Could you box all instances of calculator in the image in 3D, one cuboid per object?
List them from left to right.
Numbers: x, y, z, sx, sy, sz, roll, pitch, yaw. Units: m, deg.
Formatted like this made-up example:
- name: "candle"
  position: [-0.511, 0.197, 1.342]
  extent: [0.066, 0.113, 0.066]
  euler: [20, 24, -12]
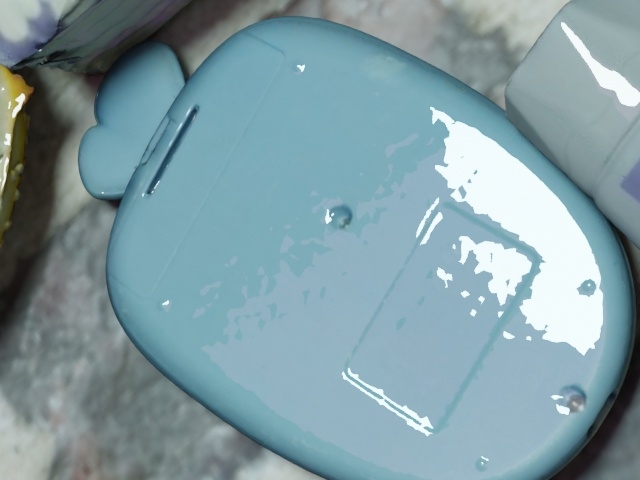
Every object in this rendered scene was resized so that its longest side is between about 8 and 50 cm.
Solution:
- name: "calculator"
  position: [0.000, 0.000, 0.630]
  extent: [0.303, 0.042, 0.188]
  euler: [31, 95, 24]

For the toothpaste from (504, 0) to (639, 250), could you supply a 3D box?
- name: "toothpaste"
  position: [0.226, 0.040, 0.506]
  extent: [0.371, 0.080, 0.125]
  euler: [42, 99, 19]

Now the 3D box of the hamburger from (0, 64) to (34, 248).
- name: "hamburger"
  position: [-0.257, -0.042, 0.700]
  extent: [0.237, 0.147, 0.237]
  euler: [-8, 67, 18]

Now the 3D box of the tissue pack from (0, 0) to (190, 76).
- name: "tissue pack"
  position: [-0.071, -0.265, 0.642]
  extent: [0.344, 0.125, 0.242]
  euler: [-35, 85, 16]
